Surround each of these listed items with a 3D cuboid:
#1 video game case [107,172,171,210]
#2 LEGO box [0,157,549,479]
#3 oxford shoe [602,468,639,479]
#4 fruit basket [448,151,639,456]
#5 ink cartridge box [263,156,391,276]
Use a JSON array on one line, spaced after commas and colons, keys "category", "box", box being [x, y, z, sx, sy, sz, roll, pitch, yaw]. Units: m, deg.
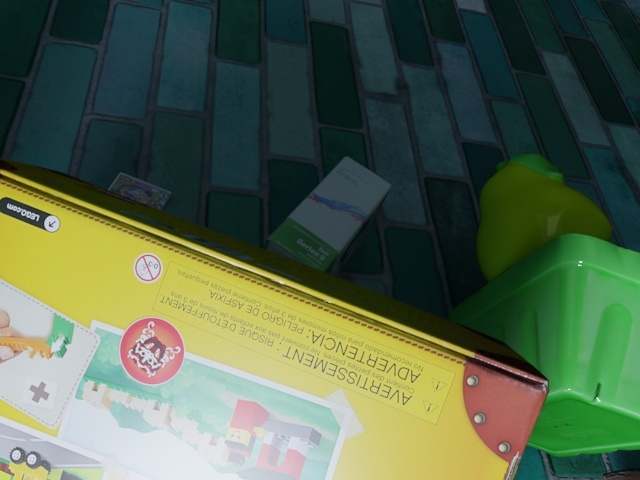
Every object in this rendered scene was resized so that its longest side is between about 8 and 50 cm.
[{"category": "video game case", "box": [-0.291, -0.045, 0.921, 0.087, 0.011, 0.122, 22, 51, -2]}, {"category": "LEGO box", "box": [-0.122, 0.183, 0.535, 0.500, 0.193, 0.372, 21, 92, 6]}, {"category": "oxford shoe", "box": [0.405, 0.464, 0.733, 0.133, 0.130, 0.363, -1, 55, 22]}, {"category": "fruit basket", "box": [0.329, 0.071, 0.815, 0.283, 0.392, 0.392, 20, 51, -3]}, {"category": "ink cartridge box", "box": [0.000, 0.000, 0.893, 0.093, 0.154, 0.212, 33, 51, 7]}]
